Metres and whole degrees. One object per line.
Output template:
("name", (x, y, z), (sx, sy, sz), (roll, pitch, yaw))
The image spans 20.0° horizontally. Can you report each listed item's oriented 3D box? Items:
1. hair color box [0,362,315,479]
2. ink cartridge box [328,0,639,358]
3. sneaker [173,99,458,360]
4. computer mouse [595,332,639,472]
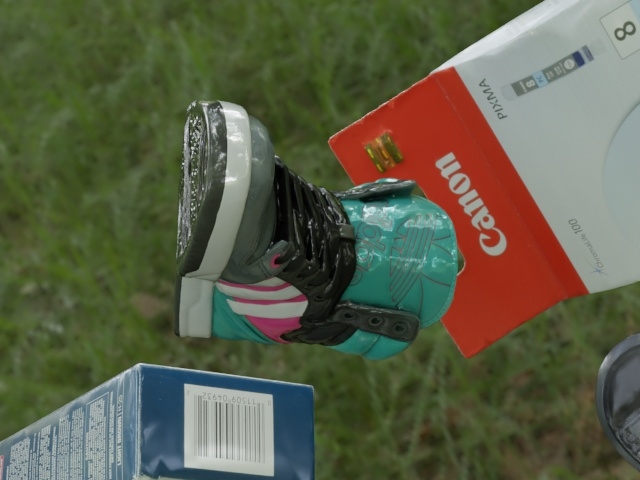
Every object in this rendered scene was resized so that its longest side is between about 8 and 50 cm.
("hair color box", (-0.163, 0.210, 1.637), (0.347, 0.174, 0.105), (-30, 55, 54))
("ink cartridge box", (0.249, -0.077, 1.916), (0.385, 0.308, 0.091), (-32, 16, 5))
("sneaker", (0.000, 0.000, 1.123), (0.178, 0.124, 0.295), (2, -17, -5))
("computer mouse", (0.334, 0.187, 1.496), (0.188, 0.272, 0.072), (-39, -3, 19))
